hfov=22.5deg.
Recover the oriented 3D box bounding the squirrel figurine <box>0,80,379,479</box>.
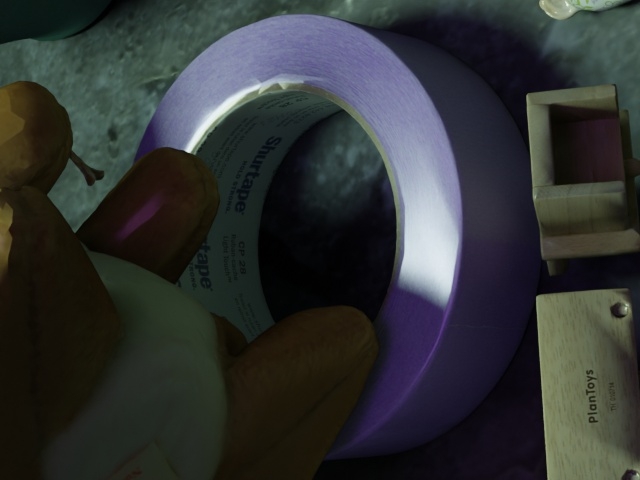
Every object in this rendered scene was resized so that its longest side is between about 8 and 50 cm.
[{"bbox_3d":[-0.222,0.091,0.965,0.370,0.281,0.397,34,106,42],"label":"squirrel figurine"}]

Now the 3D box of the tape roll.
[{"bbox_3d":[0.000,0.000,1.011,0.274,0.090,0.275,-4,84,39],"label":"tape roll"}]

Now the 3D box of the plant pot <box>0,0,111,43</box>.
[{"bbox_3d":[-0.279,-0.251,1.148,0.271,0.255,0.272,-2,87,39],"label":"plant pot"}]

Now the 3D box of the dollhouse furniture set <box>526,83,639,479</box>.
[{"bbox_3d":[0.293,0.071,0.800,0.355,0.174,0.303,-6,69,10],"label":"dollhouse furniture set"}]

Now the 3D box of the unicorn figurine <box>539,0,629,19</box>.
[{"bbox_3d":[0.183,-0.162,0.898,0.162,0.060,0.111,-15,78,54],"label":"unicorn figurine"}]
